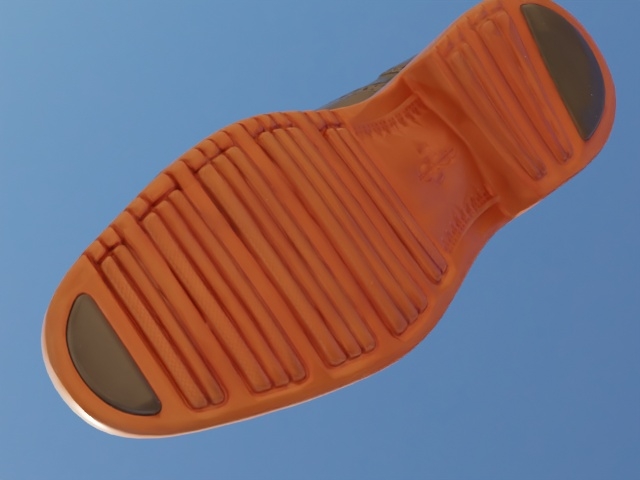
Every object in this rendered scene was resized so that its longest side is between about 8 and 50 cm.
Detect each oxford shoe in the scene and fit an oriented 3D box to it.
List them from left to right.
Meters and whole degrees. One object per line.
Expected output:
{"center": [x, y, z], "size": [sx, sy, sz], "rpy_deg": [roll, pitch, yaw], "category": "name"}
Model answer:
{"center": [0.000, 0.000, 0.863], "size": [0.363, 0.130, 0.133], "rpy_deg": [-30, 179, -39], "category": "oxford shoe"}
